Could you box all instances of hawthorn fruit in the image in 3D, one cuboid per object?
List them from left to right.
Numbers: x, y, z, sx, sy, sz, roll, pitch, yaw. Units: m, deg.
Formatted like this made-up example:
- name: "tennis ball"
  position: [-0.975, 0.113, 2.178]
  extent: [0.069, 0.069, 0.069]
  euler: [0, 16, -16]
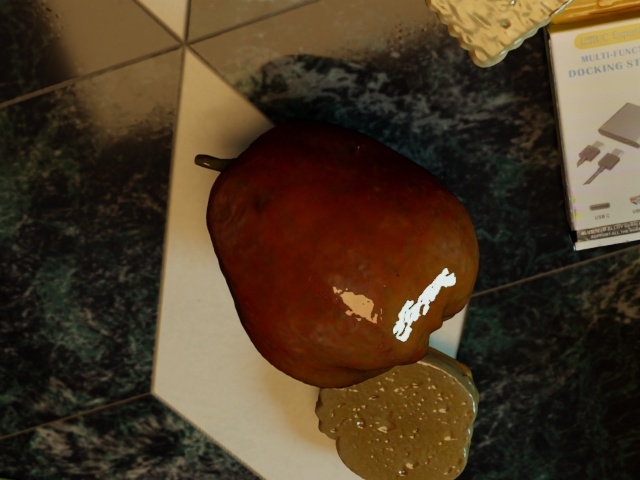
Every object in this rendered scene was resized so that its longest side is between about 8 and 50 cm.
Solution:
- name: "hawthorn fruit"
  position: [0.000, 0.000, 1.233]
  extent: [0.261, 0.224, 0.224]
  euler: [41, 110, -6]

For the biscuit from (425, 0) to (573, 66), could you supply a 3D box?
- name: "biscuit"
  position: [0.121, -0.279, 1.183]
  extent: [0.160, 0.030, 0.250]
  euler: [-40, 109, 16]

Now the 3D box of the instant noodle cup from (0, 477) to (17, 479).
- name: "instant noodle cup"
  position: [-0.340, 0.421, 1.412]
  extent: [0.311, 0.311, 0.221]
  euler: [22, 125, -12]

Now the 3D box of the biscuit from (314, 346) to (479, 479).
- name: "biscuit"
  position: [0.075, 0.171, 1.410]
  extent: [0.170, 0.050, 0.170]
  euler: [4, 119, 6]

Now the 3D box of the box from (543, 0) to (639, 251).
- name: "box"
  position: [0.276, -0.111, 1.274]
  extent: [0.129, 0.033, 0.247]
  euler: [-10, 117, 6]
